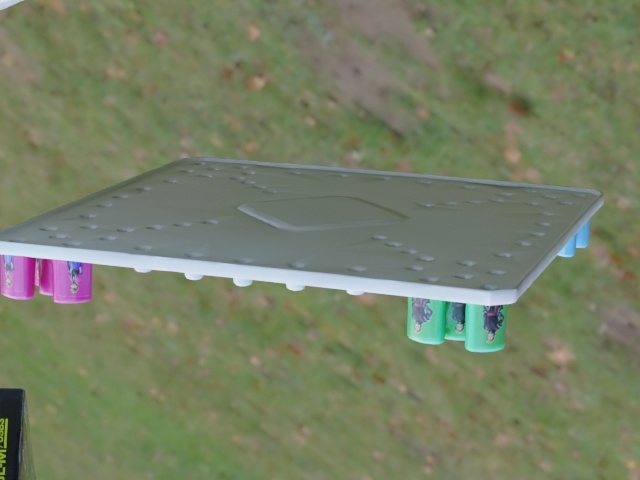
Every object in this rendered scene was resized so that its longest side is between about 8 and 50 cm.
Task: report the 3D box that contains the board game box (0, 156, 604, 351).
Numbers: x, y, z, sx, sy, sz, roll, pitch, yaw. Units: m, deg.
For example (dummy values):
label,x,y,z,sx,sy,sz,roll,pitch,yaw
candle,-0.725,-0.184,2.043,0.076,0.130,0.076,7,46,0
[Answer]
label,x,y,z,sx,sy,sz,roll,pitch,yaw
board game box,0.000,0.000,1.352,0.390,0.050,0.390,6,-166,17

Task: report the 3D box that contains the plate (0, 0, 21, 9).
label,x,y,z,sx,sy,sz,roll,pitch,yaw
plate,-0.224,-0.212,1.001,0.277,0.045,0.278,-12,154,41

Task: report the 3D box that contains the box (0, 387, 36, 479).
label,x,y,z,sx,sy,sz,roll,pitch,yaw
box,-0.280,0.254,1.512,0.045,0.184,0.190,-2,149,-7
